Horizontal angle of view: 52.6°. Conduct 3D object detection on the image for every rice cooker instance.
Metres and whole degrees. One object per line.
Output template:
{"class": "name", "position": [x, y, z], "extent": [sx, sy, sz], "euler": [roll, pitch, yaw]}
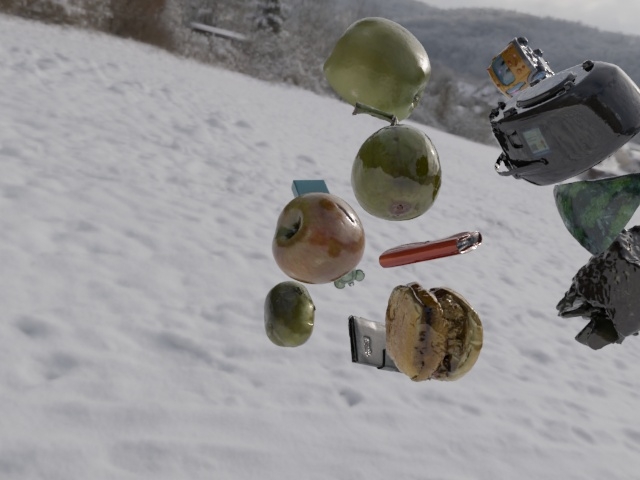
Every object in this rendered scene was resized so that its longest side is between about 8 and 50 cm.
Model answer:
{"class": "rice cooker", "position": [0.307, -0.147, 0.824], "extent": [0.142, 0.118, 0.203], "euler": [-47, 16, -32]}

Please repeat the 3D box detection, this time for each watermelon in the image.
{"class": "watermelon", "position": [0.546, -0.100, 1.219], "extent": [0.136, 0.207, 0.202], "euler": [38, 54, 0]}

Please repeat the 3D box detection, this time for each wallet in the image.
{"class": "wallet", "position": [0.222, 0.363, 2.220], "extent": [0.317, 0.168, 0.044], "euler": [20, -35, -38]}
{"class": "wallet", "position": [0.252, 0.020, 1.484], "extent": [0.204, 0.045, 0.142], "euler": [-14, 2, 37]}

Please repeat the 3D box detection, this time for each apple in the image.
{"class": "apple", "position": [0.162, -0.462, 1.725], "extent": [0.258, 0.233, 0.295], "euler": [27, 18, 7]}
{"class": "apple", "position": [0.000, 0.000, 1.803], "extent": [0.265, 0.264, 0.264], "euler": [12, 17, -4]}

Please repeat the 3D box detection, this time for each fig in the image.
{"class": "fig", "position": [0.118, -0.118, 1.010], "extent": [0.148, 0.142, 0.186], "euler": [-4, 43, 21]}

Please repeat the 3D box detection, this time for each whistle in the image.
{"class": "whistle", "position": [0.062, 0.049, 2.210], "extent": [0.114, 0.235, 0.077], "euler": [-23, 5, 12]}

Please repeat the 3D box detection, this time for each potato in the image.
{"class": "potato", "position": [-0.105, 0.240, 2.120], "extent": [0.197, 0.228, 0.148], "euler": [-12, -34, 32]}

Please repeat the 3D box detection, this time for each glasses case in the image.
{"class": "glasses case", "position": [-0.005, -0.077, 2.095], "extent": [0.117, 0.070, 0.301], "euler": [-2, 45, -19]}

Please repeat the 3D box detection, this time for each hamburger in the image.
{"class": "hamburger", "position": [0.258, 0.216, 1.525], "extent": [0.163, 0.244, 0.244], "euler": [0, 21, -19]}

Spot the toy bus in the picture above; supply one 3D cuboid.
{"class": "toy bus", "position": [0.540, -0.444, 1.739], "extent": [0.210, 0.136, 0.126], "euler": [7, 53, -50]}

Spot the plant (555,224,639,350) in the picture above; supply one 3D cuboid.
{"class": "plant", "position": [0.647, 0.116, 1.368], "extent": [0.199, 0.276, 0.188], "euler": [-9, 48, -21]}
